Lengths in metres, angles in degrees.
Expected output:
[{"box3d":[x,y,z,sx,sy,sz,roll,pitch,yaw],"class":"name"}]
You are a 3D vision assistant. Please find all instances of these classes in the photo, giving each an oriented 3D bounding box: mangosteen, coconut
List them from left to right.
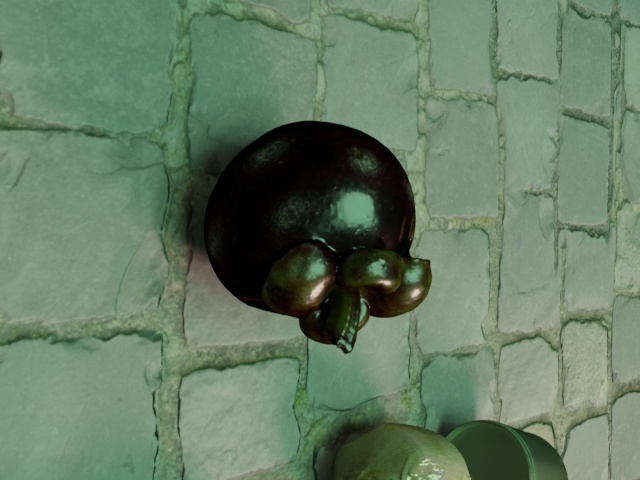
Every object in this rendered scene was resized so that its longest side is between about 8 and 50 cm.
[{"box3d":[0.000,0.000,1.207,0.307,0.307,0.346,11,40,-45],"class":"mangosteen"},{"box3d":[0.129,0.420,1.439,0.230,0.227,0.227,14,82,-46],"class":"coconut"}]

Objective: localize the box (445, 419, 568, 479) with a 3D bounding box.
[{"box3d":[0.341,0.467,1.644,0.149,0.226,0.226,27,73,-43],"class":"box"}]
